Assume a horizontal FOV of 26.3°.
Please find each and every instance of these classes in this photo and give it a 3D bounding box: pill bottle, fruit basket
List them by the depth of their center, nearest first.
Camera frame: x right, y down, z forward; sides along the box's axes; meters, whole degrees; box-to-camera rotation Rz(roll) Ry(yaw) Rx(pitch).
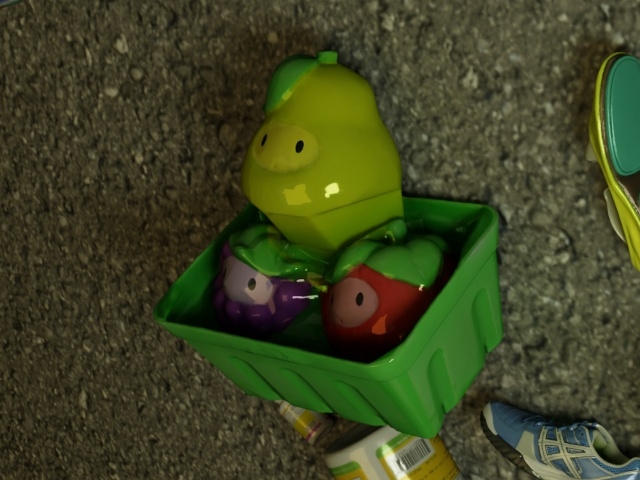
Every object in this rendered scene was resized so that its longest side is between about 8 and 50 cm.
[{"bbox_3d":[0.000,0.000,1.499,0.392,0.283,0.392,27,147,20],"label":"fruit basket"},{"bbox_3d":[0.120,0.328,1.652,0.136,0.136,0.246,-29,92,49],"label":"pill bottle"},{"bbox_3d":[-0.025,0.226,1.804,0.083,0.043,0.043,44,137,17],"label":"pill bottle"}]

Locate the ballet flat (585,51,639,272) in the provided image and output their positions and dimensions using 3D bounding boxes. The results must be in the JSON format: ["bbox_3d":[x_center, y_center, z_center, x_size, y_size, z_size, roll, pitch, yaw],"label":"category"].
[{"bbox_3d":[0.292,-0.065,1.297,0.077,0.077,0.231,5,120,62],"label":"ballet flat"}]

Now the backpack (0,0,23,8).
[{"bbox_3d":[-0.393,-0.382,1.627,0.276,0.263,0.213,-17,102,47],"label":"backpack"}]

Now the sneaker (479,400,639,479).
[{"bbox_3d":[0.271,0.227,1.503,0.211,0.080,0.081,30,110,28],"label":"sneaker"}]
